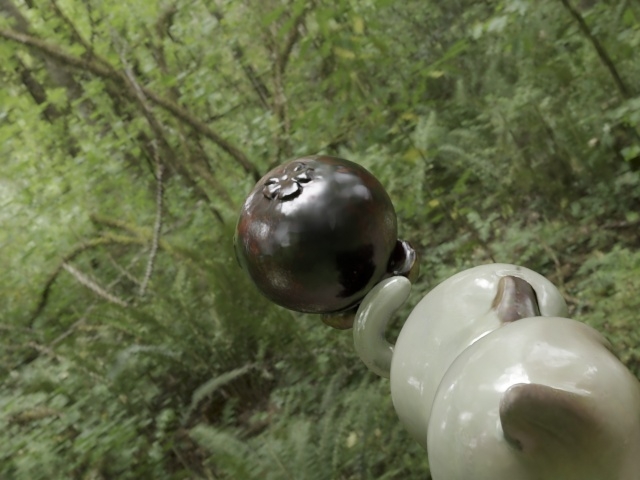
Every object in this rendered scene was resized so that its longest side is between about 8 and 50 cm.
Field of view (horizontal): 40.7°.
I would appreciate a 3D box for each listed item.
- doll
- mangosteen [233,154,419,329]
[{"bbox_3d":[0.181,0.151,0.809,0.225,0.215,0.370,-4,13,-11],"label":"doll"},{"bbox_3d":[0.000,0.000,1.008,0.209,0.210,0.210,-30,12,7],"label":"mangosteen"}]
